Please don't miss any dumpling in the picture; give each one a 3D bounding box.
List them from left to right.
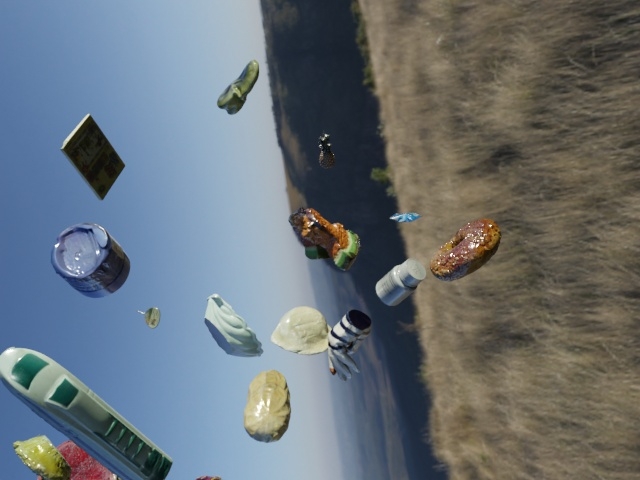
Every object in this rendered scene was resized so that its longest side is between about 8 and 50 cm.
[{"bbox_3d":[-0.044,0.295,1.866,0.252,0.179,0.131,-19,-42,-60],"label":"dumpling"}]

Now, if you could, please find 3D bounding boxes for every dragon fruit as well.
[{"bbox_3d":[-0.723,0.720,1.736,0.282,0.147,0.211,30,-151,-30],"label":"dragon fruit"}]

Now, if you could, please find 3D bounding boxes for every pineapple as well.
[{"bbox_3d":[0.022,-0.305,1.989,0.124,0.058,0.058,87,175,-46],"label":"pineapple"}]

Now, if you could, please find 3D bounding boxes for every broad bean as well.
[{"bbox_3d":[-0.277,-0.535,2.054,0.072,0.207,0.153,33,-166,-35],"label":"broad bean"}]

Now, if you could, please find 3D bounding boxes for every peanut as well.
[{"bbox_3d":[-0.163,0.510,1.850,0.313,0.152,0.152,-92,-8,-77],"label":"peanut"}]

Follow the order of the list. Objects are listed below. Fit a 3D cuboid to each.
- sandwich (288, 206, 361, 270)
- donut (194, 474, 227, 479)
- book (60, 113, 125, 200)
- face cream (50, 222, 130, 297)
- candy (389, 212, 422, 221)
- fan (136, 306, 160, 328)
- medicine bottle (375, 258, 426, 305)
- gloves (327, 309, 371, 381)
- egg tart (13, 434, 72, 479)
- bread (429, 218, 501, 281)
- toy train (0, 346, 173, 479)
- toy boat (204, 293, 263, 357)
[{"bbox_3d":[0.000,0.000,2.185,0.301,0.162,0.250,37,-161,-14],"label":"sandwich"},{"bbox_3d":[-0.298,0.685,1.436,0.089,0.235,0.235,51,-164,-31],"label":"donut"},{"bbox_3d":[-0.650,-0.240,1.694,0.168,0.013,0.192,-75,-31,-43],"label":"book"},{"bbox_3d":[-0.916,0.079,2.345,0.225,0.249,0.249,79,-179,-63],"label":"face cream"},{"bbox_3d":[0.380,-0.106,2.633,0.088,0.136,0.038,-30,-60,-50],"label":"candy"},{"bbox_3d":[-0.492,0.225,1.695,0.003,0.080,0.060,2,-104,-68],"label":"fan"},{"bbox_3d":[0.211,0.107,1.535,0.130,0.080,0.080,-48,40,41],"label":"medicine bottle"},{"bbox_3d":[0.070,0.318,1.774,0.219,0.131,0.140,-56,13,25],"label":"gloves"},{"bbox_3d":[-0.712,0.583,1.536,0.197,0.078,0.197,33,147,25],"label":"egg tart"},{"bbox_3d":[0.329,0.019,1.350,0.064,0.193,0.193,49,-172,-12],"label":"bread"},{"bbox_3d":[-0.451,0.350,1.144,0.407,0.088,0.086,54,-132,-29],"label":"toy train"},{"bbox_3d":[-0.331,0.331,2.149,0.290,0.100,0.199,56,147,-6],"label":"toy boat"}]
